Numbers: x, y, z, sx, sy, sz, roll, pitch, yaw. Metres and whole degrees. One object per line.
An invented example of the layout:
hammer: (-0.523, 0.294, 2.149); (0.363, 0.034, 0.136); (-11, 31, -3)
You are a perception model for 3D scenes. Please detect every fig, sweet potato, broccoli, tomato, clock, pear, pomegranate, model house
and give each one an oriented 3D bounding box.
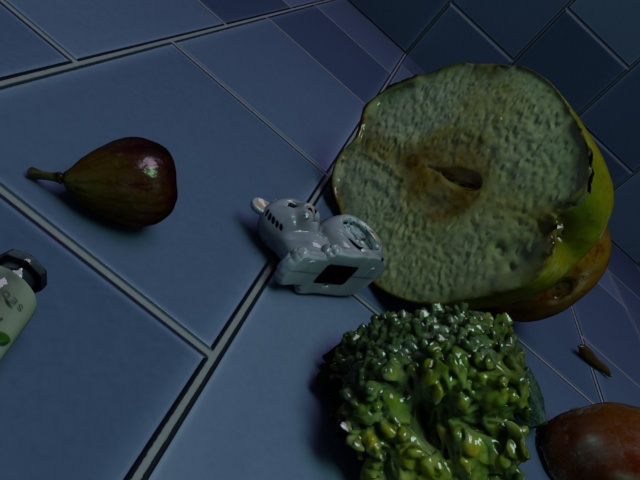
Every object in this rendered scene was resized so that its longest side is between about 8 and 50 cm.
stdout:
fig: (-0.198, -0.054, 0.520); (0.125, 0.089, 0.089); (-5, 51, -28)
sweet potato: (0.554, 0.242, 1.151); (0.115, 0.026, 0.026); (39, 28, -20)
broccoli: (0.145, 0.166, 0.546); (0.273, 0.180, 0.242); (48, 27, 8)
tomato: (0.420, 0.307, 0.753); (0.214, 0.155, 0.181); (47, 32, 4)
clock: (0.000, 0.000, 0.695); (0.176, 0.080, 0.117); (9, 42, -45)
pear: (0.213, -0.061, 0.804); (0.191, 0.340, 0.386); (24, 11, -44)
pomegranate: (0.348, -0.001, 0.968); (0.264, 0.264, 0.264); (32, 30, -21)
model house: (0.275, 0.223, 0.784); (0.079, 0.066, 0.083); (7, 62, -64)

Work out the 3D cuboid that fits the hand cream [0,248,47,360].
hand cream: (-0.234, 0.086, 0.311); (0.080, 0.050, 0.234); (39, 34, -16)
